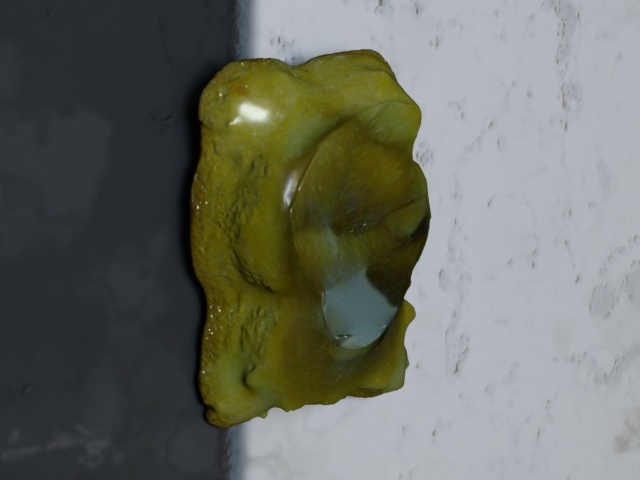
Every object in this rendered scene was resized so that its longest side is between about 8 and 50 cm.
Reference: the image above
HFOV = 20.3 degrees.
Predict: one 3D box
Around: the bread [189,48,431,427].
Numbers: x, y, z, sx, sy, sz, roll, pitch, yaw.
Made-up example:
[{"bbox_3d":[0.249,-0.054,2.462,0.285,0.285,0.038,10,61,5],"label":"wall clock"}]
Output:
[{"bbox_3d":[0.000,0.000,1.105,0.160,0.088,0.233,-15,104,-43],"label":"bread"}]
